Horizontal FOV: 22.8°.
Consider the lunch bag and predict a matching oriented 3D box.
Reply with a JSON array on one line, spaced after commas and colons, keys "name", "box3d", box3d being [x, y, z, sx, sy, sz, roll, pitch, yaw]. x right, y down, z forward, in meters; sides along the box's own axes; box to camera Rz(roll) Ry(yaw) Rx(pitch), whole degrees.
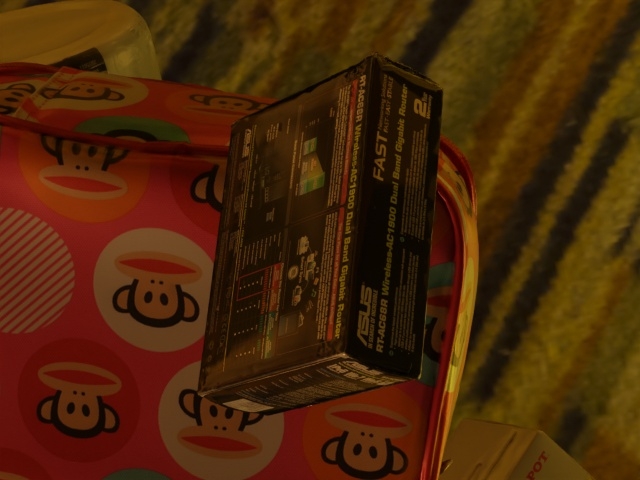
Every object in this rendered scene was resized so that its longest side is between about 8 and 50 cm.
[{"name": "lunch bag", "box3d": [-0.073, 0.055, 0.799, 0.293, 0.120, 0.258, 9, 108, 5]}]

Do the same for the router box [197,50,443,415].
[{"name": "router box", "box3d": [0.000, 0.000, 0.611, 0.038, 0.092, 0.122, 21, 64, -34]}]

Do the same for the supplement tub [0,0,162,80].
[{"name": "supplement tub", "box3d": [-0.208, -0.013, 1.319, 0.207, 0.207, 0.338, -24, 117, -28]}]

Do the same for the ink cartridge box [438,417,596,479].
[{"name": "ink cartridge box", "box3d": [0.175, 0.255, 1.357, 0.176, 0.127, 0.128, 44, 72, -20]}]
